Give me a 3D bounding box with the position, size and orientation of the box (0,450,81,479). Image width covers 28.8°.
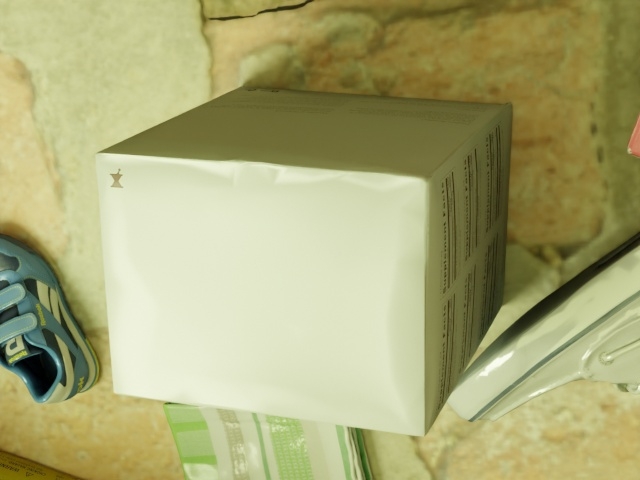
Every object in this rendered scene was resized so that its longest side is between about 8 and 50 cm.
[{"bbox_3d":[-0.238,0.315,0.908,0.290,0.279,0.177,16,112,14],"label":"box"}]

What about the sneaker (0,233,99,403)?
[{"bbox_3d":[-0.223,0.060,0.940,0.053,0.059,0.144,-30,94,28],"label":"sneaker"}]

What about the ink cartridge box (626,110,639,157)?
[{"bbox_3d":[0.326,-0.098,0.621,0.283,0.117,0.207,22,135,12],"label":"ink cartridge box"}]

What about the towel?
[{"bbox_3d":[-0.039,0.162,0.926,0.152,0.023,0.113,-7,104,22],"label":"towel"}]

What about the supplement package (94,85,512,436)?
[{"bbox_3d":[0.000,0.000,0.758,0.194,0.203,0.149,6,109,19],"label":"supplement package"}]

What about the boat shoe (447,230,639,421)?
[{"bbox_3d":[0.191,0.053,0.765,0.258,0.095,0.084,-39,87,27],"label":"boat shoe"}]
